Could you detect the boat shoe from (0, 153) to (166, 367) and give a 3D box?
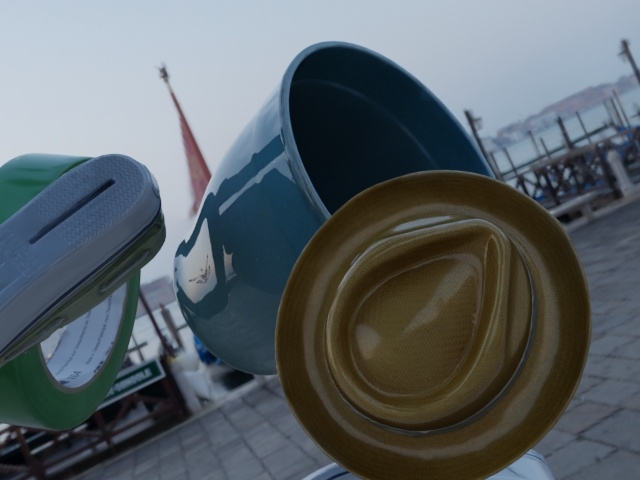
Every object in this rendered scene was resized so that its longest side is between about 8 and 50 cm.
[{"bbox_3d":[-0.244,0.052,0.573,0.302,0.109,0.094,-36,-34,-15],"label":"boat shoe"}]

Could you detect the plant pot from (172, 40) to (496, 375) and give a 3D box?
[{"bbox_3d":[0.000,0.000,0.704,0.255,0.272,0.271,-37,-7,39],"label":"plant pot"}]

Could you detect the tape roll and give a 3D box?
[{"bbox_3d":[-0.310,0.058,0.875,0.077,0.322,0.321,5,5,8],"label":"tape roll"}]

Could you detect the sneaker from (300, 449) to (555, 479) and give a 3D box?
[{"bbox_3d":[0.077,0.226,0.603,0.257,0.094,0.091,-13,8,-5],"label":"sneaker"}]

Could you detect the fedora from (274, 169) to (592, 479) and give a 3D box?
[{"bbox_3d":[0.059,0.044,0.410,0.194,0.194,0.079,-25,-14,4],"label":"fedora"}]
